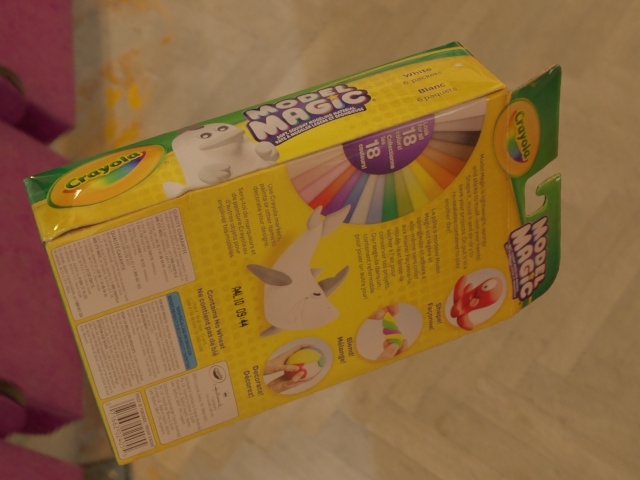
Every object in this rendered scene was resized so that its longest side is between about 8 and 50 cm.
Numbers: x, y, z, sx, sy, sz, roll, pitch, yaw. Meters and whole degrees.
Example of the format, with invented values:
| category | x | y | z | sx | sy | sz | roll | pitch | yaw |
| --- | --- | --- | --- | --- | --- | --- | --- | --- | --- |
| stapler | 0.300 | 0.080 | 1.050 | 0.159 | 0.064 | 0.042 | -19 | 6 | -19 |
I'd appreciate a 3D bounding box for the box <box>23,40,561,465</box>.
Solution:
| category | x | y | z | sx | sy | sz | roll | pitch | yaw |
| --- | --- | --- | --- | --- | --- | --- | --- | --- | --- |
| box | 0.000 | 0.000 | 0.420 | 0.179 | 0.105 | 0.043 | -18 | 40 | -12 |
